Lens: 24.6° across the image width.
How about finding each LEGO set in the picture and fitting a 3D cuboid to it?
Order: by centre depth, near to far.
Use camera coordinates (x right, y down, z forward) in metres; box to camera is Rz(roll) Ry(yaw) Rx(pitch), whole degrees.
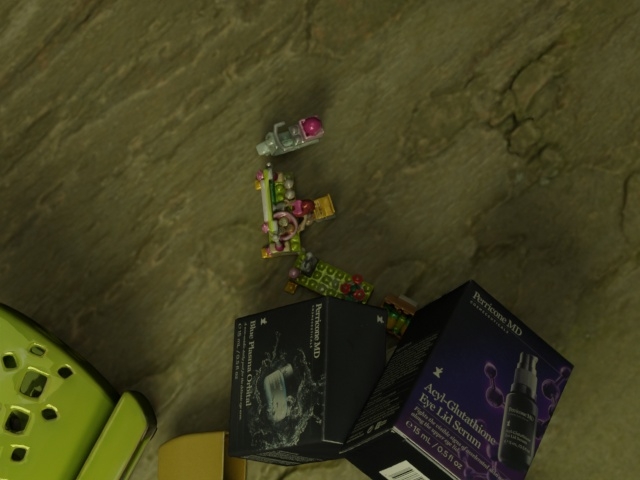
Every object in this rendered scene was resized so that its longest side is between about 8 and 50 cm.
[{"bbox_3d":[0.000,0.000,1.630,0.132,0.107,0.287,-28,80,-3],"label":"LEGO set"}]

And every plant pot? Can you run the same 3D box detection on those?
[{"bbox_3d":[-0.302,0.215,1.550,0.207,0.227,0.228,28,82,1],"label":"plant pot"},{"bbox_3d":[-0.133,0.250,1.608,0.083,0.081,0.081,-1,80,16],"label":"plant pot"}]

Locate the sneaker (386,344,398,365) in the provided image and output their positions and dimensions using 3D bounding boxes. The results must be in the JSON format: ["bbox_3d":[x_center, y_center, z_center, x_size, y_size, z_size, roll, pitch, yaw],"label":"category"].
[{"bbox_3d":[0.151,0.235,1.589,0.118,0.110,0.292,-31,80,-12],"label":"sneaker"}]

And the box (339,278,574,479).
[{"bbox_3d":[0.141,0.170,1.493,0.153,0.108,0.207,39,55,-12],"label":"box"}]

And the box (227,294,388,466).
[{"bbox_3d":[-0.014,0.152,1.562,0.093,0.158,0.156,17,67,-40],"label":"box"}]
